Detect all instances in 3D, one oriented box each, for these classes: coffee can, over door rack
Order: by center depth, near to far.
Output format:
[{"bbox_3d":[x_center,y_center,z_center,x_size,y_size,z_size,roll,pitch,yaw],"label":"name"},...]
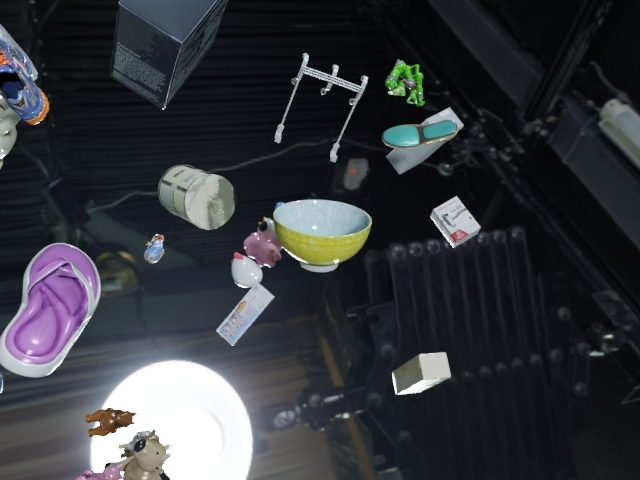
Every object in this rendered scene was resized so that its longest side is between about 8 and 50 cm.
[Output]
[{"bbox_3d":[-0.004,-0.467,2.125,0.108,0.239,0.324,-92,-158,-57],"label":"over door rack"},{"bbox_3d":[-0.468,-0.168,2.279,0.275,0.201,0.202,23,-62,52],"label":"coffee can"}]

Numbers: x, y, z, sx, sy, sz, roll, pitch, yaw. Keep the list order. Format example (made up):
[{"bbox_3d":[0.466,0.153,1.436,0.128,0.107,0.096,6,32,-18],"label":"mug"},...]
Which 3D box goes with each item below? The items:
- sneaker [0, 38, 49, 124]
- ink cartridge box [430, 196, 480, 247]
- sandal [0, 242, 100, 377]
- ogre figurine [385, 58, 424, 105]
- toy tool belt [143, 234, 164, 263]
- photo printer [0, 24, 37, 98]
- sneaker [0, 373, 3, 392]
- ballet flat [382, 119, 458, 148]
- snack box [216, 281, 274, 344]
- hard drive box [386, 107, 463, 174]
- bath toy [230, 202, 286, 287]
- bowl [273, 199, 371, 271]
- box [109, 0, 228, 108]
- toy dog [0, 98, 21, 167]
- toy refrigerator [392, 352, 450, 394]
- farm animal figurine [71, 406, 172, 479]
[{"bbox_3d":[-0.650,-0.349,1.269,0.221,0.083,0.087,51,-2,13],"label":"sneaker"},{"bbox_3d":[0.439,-0.061,1.978,0.135,0.099,0.056,56,-12,20],"label":"ink cartridge box"},{"bbox_3d":[-0.561,0.122,1.314,0.102,0.169,0.416,-55,-153,26],"label":"sandal"},{"bbox_3d":[0.316,-0.572,2.197,0.097,0.197,0.118,175,-72,-68],"label":"ogre figurine"},{"bbox_3d":[-0.448,0.019,1.644,0.083,0.052,0.051,-67,-173,-17],"label":"toy tool belt"},{"bbox_3d":[-0.881,-0.407,1.475,0.107,0.307,0.256,57,-8,5],"label":"photo printer"},{"bbox_3d":[-0.879,0.300,1.491,0.131,0.112,0.296,35,-40,27],"label":"sneaker"},{"bbox_3d":[0.306,-0.317,1.865,0.073,0.232,0.080,57,28,-78],"label":"ballet flat"},{"bbox_3d":[-0.208,0.202,1.678,0.064,0.178,0.022,40,1,9],"label":"snack box"},{"bbox_3d":[0.379,-0.360,2.206,0.089,0.181,0.232,54,-45,4],"label":"hard drive box"},{"bbox_3d":[-0.200,0.014,2.114,0.151,0.348,0.129,-1,-52,39],"label":"bath toy"},{"bbox_3d":[0.000,0.000,1.782,0.289,0.289,0.156,-131,-138,-58],"label":"bowl"},{"bbox_3d":[-0.388,-0.562,1.581,0.294,0.182,0.296,-42,-161,58],"label":"box"},{"bbox_3d":[-1.081,-0.401,1.891,0.395,0.284,0.408,-35,-141,17],"label":"toy dog"},{"bbox_3d":[0.347,0.464,2.124,0.269,0.102,0.094,119,-34,-63],"label":"toy refrigerator"},{"bbox_3d":[-0.397,0.530,1.333,0.327,0.172,0.330,79,-2,-51],"label":"farm animal figurine"}]
